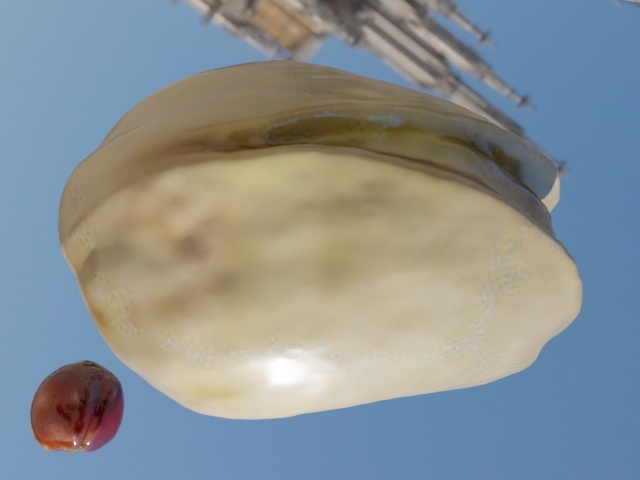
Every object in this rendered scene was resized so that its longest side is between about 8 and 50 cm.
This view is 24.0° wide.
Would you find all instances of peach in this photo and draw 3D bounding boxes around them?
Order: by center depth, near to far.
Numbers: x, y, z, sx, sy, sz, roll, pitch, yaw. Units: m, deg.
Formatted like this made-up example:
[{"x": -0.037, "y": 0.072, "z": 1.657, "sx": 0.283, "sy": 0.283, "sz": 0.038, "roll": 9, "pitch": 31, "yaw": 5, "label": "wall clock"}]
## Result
[{"x": -0.256, "y": 0.174, "z": 1.586, "sx": 0.101, "sy": 0.101, "sz": 0.100, "roll": -39, "pitch": -149, "yaw": 30, "label": "peach"}]

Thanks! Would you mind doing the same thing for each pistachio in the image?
[{"x": 0.000, "y": 0.000, "z": 0.930, "sx": 0.238, "sy": 0.321, "sz": 0.229, "roll": 125, "pitch": -33, "yaw": -57, "label": "pistachio"}]

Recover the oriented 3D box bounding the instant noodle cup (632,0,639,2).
[{"x": 0.209, "y": -0.258, "z": 0.995, "sx": 0.240, "sy": 0.178, "sz": 0.240, "roll": -163, "pitch": -90, "yaw": -87, "label": "instant noodle cup"}]
